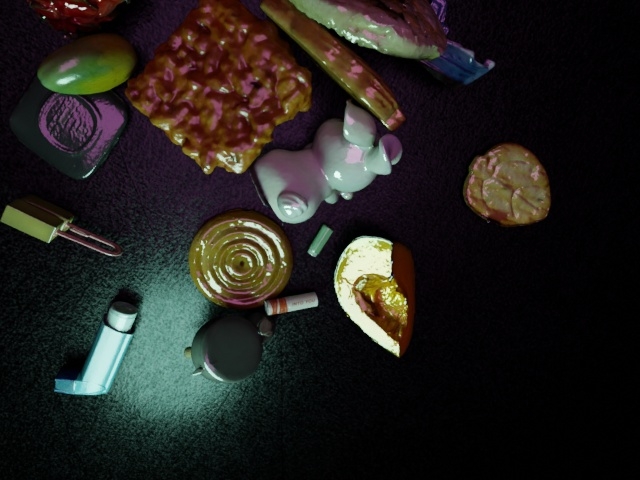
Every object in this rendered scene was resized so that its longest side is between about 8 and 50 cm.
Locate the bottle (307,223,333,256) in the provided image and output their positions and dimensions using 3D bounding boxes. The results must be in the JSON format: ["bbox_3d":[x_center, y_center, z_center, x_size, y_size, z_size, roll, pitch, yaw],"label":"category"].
[{"bbox_3d":[0.000,0.000,1.100,0.030,0.030,0.083,29,101,-15],"label":"bottle"}]

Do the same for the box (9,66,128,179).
[{"bbox_3d":[-0.532,-0.256,0.940,0.201,0.042,0.212,38,98,-19],"label":"box"}]

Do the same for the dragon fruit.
[{"bbox_3d":[-0.443,-0.503,0.803,0.193,0.192,0.273,13,106,-34],"label":"dragon fruit"}]

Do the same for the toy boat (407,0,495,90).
[{"bbox_3d":[0.237,-0.441,0.946,0.309,0.129,0.142,28,116,-9],"label":"toy boat"}]

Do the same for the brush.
[{"bbox_3d":[-0.553,-0.019,0.979,0.234,0.103,0.047,29,103,-16],"label":"brush"}]

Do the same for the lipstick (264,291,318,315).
[{"bbox_3d":[-0.074,0.159,1.120,0.131,0.038,0.038,-9,108,-18],"label":"lipstick"}]

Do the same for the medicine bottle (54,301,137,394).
[{"bbox_3d":[-0.537,0.266,1.078,0.124,0.079,0.258,26,101,-14],"label":"medicine bottle"}]

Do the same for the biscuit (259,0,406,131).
[{"bbox_3d":[0.041,-0.334,0.851,0.057,0.312,0.351,-48,64,15],"label":"biscuit"}]

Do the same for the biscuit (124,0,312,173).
[{"bbox_3d":[-0.200,-0.313,0.904,0.318,0.110,0.312,44,96,-1],"label":"biscuit"}]

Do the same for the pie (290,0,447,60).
[{"bbox_3d":[0.081,-0.427,0.775,0.339,0.339,0.077,20,137,-13],"label":"pie"}]

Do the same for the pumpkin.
[{"bbox_3d":[0.144,0.121,1.129,0.169,0.148,0.311,3,106,33],"label":"pumpkin"}]

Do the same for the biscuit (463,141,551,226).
[{"bbox_3d":[0.481,-0.129,1.128,0.260,0.041,0.202,31,97,-16],"label":"biscuit"}]

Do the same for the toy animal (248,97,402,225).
[{"bbox_3d":[0.015,-0.161,0.951,0.310,0.247,0.182,-22,96,12],"label":"toy animal"}]

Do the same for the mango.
[{"bbox_3d":[-0.444,-0.338,0.858,0.195,0.130,0.091,-38,104,-35],"label":"mango"}]

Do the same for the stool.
[{"bbox_3d":[-0.216,0.262,1.086,0.228,0.139,0.153,-1,79,-38],"label":"stool"}]

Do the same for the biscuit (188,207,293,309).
[{"bbox_3d":[-0.192,0.052,1.086,0.262,0.037,0.261,-2,107,-7],"label":"biscuit"}]
